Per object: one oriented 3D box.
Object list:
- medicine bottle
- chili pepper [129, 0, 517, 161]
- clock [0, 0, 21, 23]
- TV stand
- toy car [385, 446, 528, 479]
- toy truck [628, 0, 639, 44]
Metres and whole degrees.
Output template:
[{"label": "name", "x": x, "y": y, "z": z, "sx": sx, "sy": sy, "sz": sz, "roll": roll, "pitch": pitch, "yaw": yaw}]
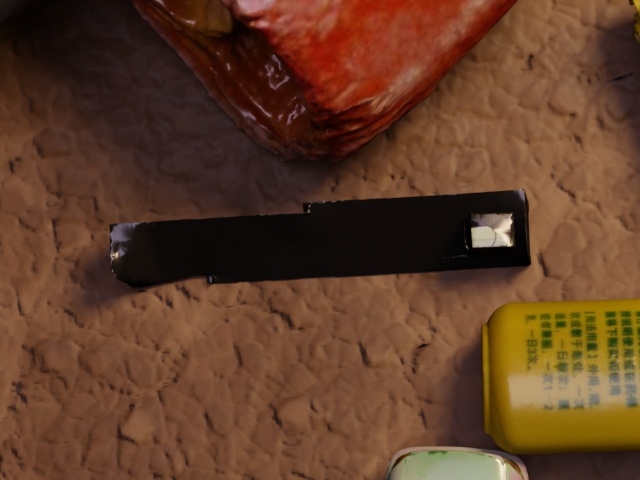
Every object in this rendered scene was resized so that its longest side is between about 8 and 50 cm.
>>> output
[{"label": "medicine bottle", "x": 0.225, "y": 0.076, "z": 1.078, "sx": 0.260, "sy": 0.064, "sz": 0.095, "roll": -3, "pitch": 60, "yaw": 7}, {"label": "chili pepper", "x": 0.014, "y": -0.219, "z": 1.081, "sx": 0.251, "sy": 0.229, "sz": 0.305, "roll": 40, "pitch": 86, "yaw": -23}, {"label": "clock", "x": -0.242, "y": -0.251, "z": 1.124, "sx": 0.325, "sy": 0.067, "sz": 0.325, "roll": -20, "pitch": 58, "yaw": 37}, {"label": "TV stand", "x": 0.000, "y": 0.000, "z": 1.135, "sx": 0.256, "sy": 0.049, "sz": 0.040, "roll": -3, "pitch": 80, "yaw": 8}, {"label": "toy car", "x": 0.074, "y": 0.232, "z": 1.067, "sx": 0.090, "sy": 0.076, "sz": 0.224, "roll": 2, "pitch": 80, "yaw": 7}, {"label": "toy truck", "x": 0.268, "y": -0.072, "z": 1.085, "sx": 0.114, "sy": 0.098, "sz": 0.227, "roll": -22, "pitch": 75, "yaw": 8}]
